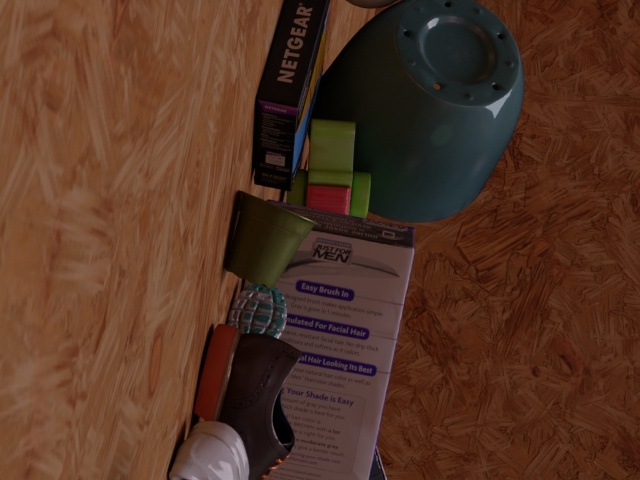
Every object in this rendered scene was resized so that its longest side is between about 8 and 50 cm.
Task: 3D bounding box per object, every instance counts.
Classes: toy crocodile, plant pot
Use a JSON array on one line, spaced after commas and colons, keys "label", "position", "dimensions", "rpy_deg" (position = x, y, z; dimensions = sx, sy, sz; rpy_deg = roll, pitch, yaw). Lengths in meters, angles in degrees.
[{"label": "toy crocodile", "position": [0.000, 0.000, 1.802], "dimensions": [0.105, 0.115, 0.341], "rpy_deg": [-92, -169, -70]}, {"label": "plant pot", "position": [0.151, -0.207, 1.852], "dimensions": [0.235, 0.293, 0.293], "rpy_deg": [122, -17, -59]}, {"label": "plant pot", "position": [-0.055, 0.003, 1.294], "dimensions": [0.083, 0.083, 0.079], "rpy_deg": [-4, 117, -87]}]

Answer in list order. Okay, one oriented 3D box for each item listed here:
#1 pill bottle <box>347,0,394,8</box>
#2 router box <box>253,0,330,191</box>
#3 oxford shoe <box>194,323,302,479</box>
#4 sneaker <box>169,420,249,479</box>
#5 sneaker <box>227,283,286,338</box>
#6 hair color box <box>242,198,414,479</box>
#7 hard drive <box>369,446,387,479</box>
[{"label": "pill bottle", "position": [0.071, -0.380, 1.828], "dimensions": [0.208, 0.117, 0.118], "rpy_deg": [-67, 168, -78]}, {"label": "router box", "position": [-0.029, -0.162, 1.378], "dimensions": [0.133, 0.046, 0.179], "rpy_deg": [97, 5, -54]}, {"label": "oxford shoe", "position": [-0.080, 0.221, 1.297], "dimensions": [0.097, 0.098, 0.271], "rpy_deg": [-70, 170, -73]}, {"label": "sneaker", "position": [-0.090, 0.278, 1.215], "dimensions": [0.094, 0.080, 0.212], "rpy_deg": [-48, 120, -56]}, {"label": "sneaker", "position": [-0.084, 0.124, 1.421], "dimensions": [0.076, 0.065, 0.166], "rpy_deg": [130, -22, -61]}, {"label": "hair color box", "position": [-0.009, 0.138, 1.549], "dimensions": [0.110, 0.185, 0.339], "rpy_deg": [-70, 171, -74]}, {"label": "hard drive", "position": [0.012, 0.316, 1.807], "dimensions": [0.339, 0.064, 0.237], "rpy_deg": [169, -97, -74]}]
